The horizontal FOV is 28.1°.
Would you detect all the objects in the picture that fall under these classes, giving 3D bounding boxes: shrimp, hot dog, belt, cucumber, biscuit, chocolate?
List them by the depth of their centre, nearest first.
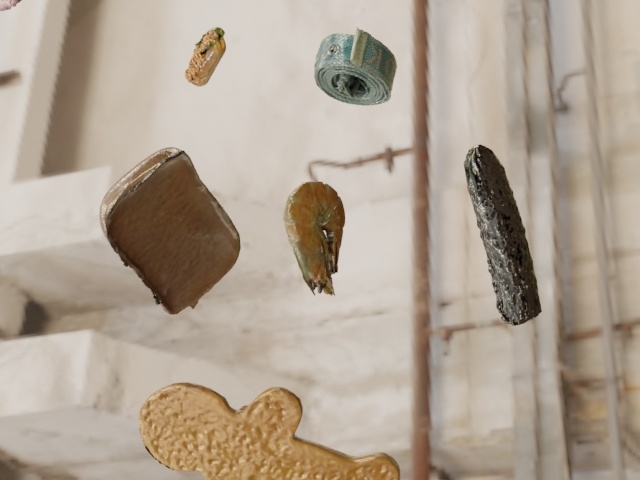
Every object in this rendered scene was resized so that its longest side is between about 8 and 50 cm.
[{"bbox_3d":[-0.069,0.280,1.605,0.047,0.340,0.216,-68,3,-75],"label":"biscuit"},{"bbox_3d":[-0.215,-0.020,1.752,0.083,0.161,0.261,40,164,38],"label":"chocolate"},{"bbox_3d":[0.288,-0.015,2.025,0.081,0.072,0.303,-39,-60,-50],"label":"cucumber"},{"bbox_3d":[0.001,0.000,2.126,0.051,0.115,0.217,32,141,57],"label":"shrimp"},{"bbox_3d":[0.057,-0.287,2.174,0.163,0.148,0.082,28,-113,-44],"label":"belt"},{"bbox_3d":[-0.244,-0.386,2.686,0.188,0.055,0.072,131,135,-56],"label":"hot dog"}]

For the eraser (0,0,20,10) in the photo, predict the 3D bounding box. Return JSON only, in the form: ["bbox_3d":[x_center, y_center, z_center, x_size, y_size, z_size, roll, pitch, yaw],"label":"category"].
[{"bbox_3d":[-0.353,-0.475,1.709,0.272,0.122,0.359,-60,6,23],"label":"eraser"}]
